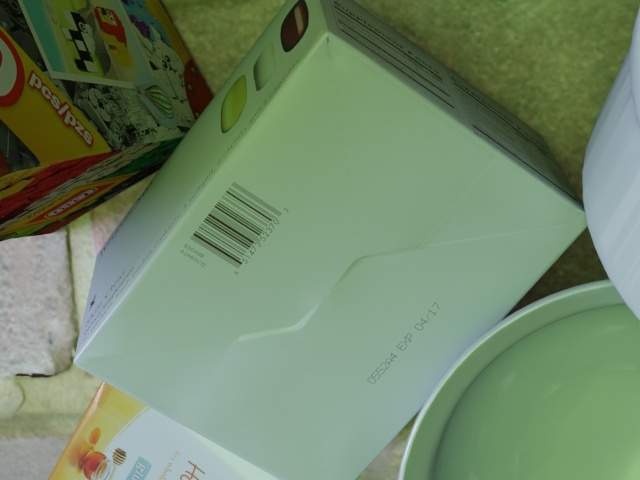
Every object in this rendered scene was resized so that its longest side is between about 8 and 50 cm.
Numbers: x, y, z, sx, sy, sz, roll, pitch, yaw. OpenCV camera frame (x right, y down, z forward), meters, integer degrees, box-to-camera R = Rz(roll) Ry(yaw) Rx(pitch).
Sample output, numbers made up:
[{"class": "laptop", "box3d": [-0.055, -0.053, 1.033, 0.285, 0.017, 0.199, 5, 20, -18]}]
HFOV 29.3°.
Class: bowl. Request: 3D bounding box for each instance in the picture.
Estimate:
[{"class": "bowl", "box3d": [0.198, 0.159, 0.787, 0.298, 0.134, 0.298, 1, 96, 5]}]

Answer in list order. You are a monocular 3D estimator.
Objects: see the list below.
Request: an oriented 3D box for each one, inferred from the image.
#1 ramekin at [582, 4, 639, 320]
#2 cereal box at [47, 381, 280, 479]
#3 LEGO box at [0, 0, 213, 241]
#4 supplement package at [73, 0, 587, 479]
[{"class": "ramekin", "box3d": [0.280, -0.038, 0.672, 0.277, 0.277, 0.135, 35, 148, 9]}, {"class": "cereal box", "box3d": [-0.094, 0.221, 0.953, 0.240, 0.047, 0.173, 33, 108, 10]}, {"class": "LEGO box", "box3d": [-0.315, -0.231, 0.775, 0.193, 0.372, 0.500, -28, 91, 20]}, {"class": "supplement package", "box3d": [0.000, 0.000, 0.796, 0.204, 0.145, 0.262, 33, 109, -18]}]
